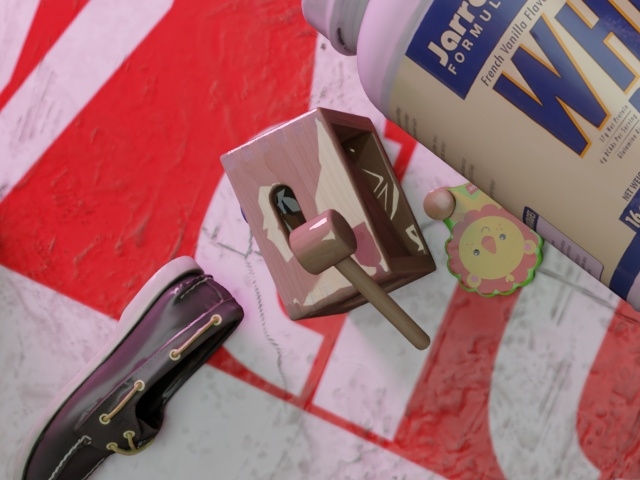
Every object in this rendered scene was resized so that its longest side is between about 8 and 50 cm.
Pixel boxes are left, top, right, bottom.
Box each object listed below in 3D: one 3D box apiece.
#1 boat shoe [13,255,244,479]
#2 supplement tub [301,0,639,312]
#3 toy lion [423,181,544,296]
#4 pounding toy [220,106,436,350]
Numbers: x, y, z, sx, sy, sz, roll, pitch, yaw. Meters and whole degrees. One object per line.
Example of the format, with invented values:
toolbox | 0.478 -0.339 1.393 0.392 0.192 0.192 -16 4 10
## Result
boat shoe | -0.147 0.120 1.348 0.069 0.081 0.227 40 99 18
supplement tub | 0.173 -0.127 1.161 0.325 0.235 0.235 39 101 14
toy lion | 0.129 -0.013 1.286 0.100 0.034 0.096 -38 86 14
pounding toy | 0.002 0.009 1.233 0.094 0.206 0.181 -26 82 17
